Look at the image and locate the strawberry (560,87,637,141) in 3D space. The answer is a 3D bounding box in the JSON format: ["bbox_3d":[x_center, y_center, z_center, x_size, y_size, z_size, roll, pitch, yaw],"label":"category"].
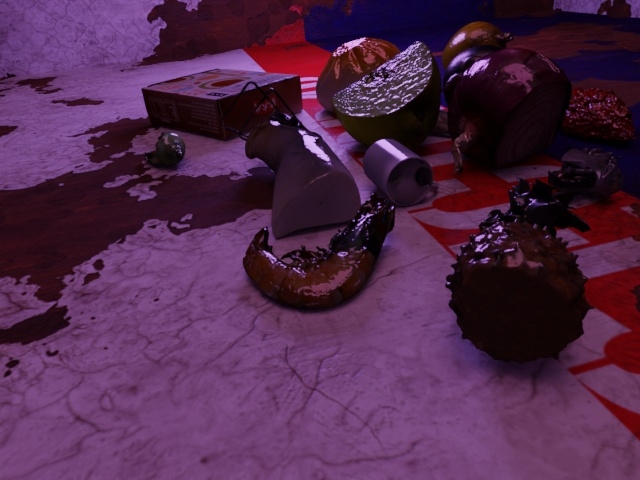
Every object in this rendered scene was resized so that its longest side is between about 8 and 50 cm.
[{"bbox_3d":[0.666,-0.310,1.167,0.175,0.097,0.228,-1,30,8],"label":"strawberry"}]

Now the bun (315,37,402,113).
[{"bbox_3d":[0.109,-0.538,1.497,0.299,0.164,0.298,-22,29,13],"label":"bun"}]

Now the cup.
[{"bbox_3d":[0.162,-0.127,0.960,0.099,0.136,0.133,-42,32,5],"label":"cup"}]

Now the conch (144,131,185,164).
[{"bbox_3d":[-0.402,-0.235,1.230,0.201,0.079,0.095,3,40,48],"label":"conch"}]

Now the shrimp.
[{"bbox_3d":[0.000,0.000,0.780,0.223,0.054,0.290,15,44,30],"label":"shrimp"}]

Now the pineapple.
[{"bbox_3d":[0.275,0.000,0.642,0.166,0.165,0.364,10,32,23],"label":"pineapple"}]

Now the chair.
[{"bbox_3d":[-0.122,-0.290,1.259,0.145,0.221,0.140,-54,40,3],"label":"chair"}]

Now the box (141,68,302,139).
[{"bbox_3d":[-0.315,-0.458,1.547,0.386,0.122,0.345,19,38,35],"label":"box"}]

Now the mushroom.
[{"bbox_3d":[-0.055,-0.158,1.000,0.178,0.126,0.397,-18,35,-6],"label":"mushroom"}]

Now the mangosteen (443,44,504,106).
[{"bbox_3d":[0.415,-0.402,1.258,0.212,0.211,0.250,17,37,33],"label":"mangosteen"}]

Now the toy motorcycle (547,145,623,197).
[{"bbox_3d":[0.525,-0.140,0.922,0.123,0.080,0.215,17,33,33],"label":"toy motorcycle"}]

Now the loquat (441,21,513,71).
[{"bbox_3d":[0.541,-0.643,1.624,0.213,0.213,0.246,-29,9,-35],"label":"loquat"}]

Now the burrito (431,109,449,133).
[{"bbox_3d":[0.306,-0.313,1.266,0.230,0.063,0.058,24,74,40],"label":"burrito"}]

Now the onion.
[{"bbox_3d":[0.394,-0.296,1.053,0.273,0.256,0.230,2,39,-33],"label":"onion"}]

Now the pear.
[{"bbox_3d":[0.194,-0.318,1.166,0.293,0.159,0.292,-22,42,21],"label":"pear"}]
